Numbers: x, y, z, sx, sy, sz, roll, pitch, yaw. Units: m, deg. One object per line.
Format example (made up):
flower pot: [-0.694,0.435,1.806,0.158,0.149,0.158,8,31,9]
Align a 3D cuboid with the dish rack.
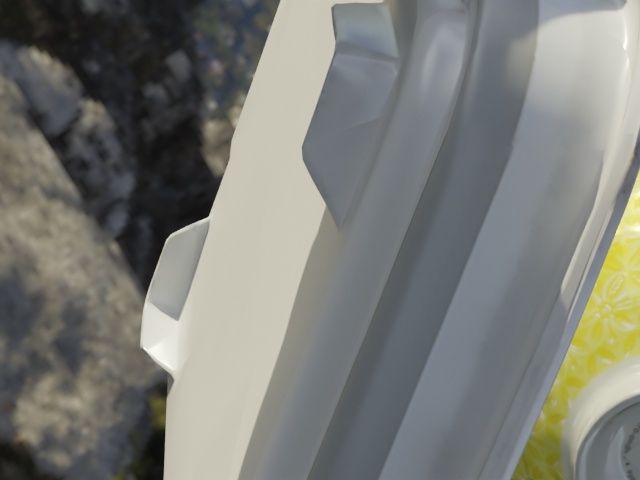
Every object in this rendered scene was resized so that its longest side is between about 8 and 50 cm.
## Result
dish rack: [0.000,0.000,0.622,0.072,0.286,0.333,16,22,-9]

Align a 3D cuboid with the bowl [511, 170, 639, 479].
bowl: [0.212,0.104,1.132,0.289,0.289,0.156,56,24,-11]
